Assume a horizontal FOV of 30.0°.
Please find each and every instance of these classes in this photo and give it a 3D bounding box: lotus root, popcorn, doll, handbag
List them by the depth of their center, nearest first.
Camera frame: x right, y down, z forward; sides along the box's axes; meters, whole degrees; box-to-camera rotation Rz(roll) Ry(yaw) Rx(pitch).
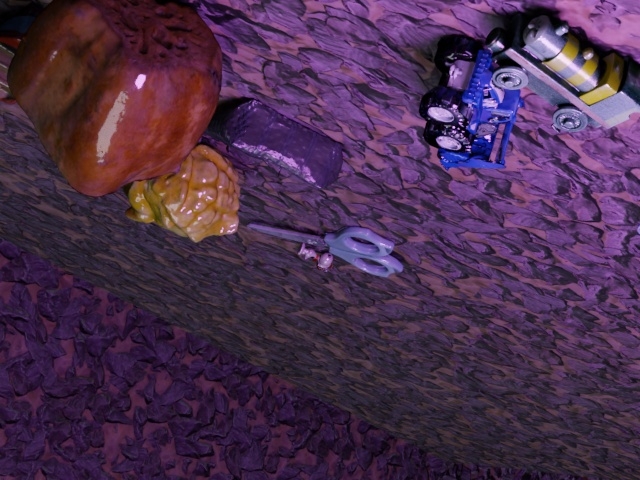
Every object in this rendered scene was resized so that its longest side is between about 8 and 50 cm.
[{"bbox_3d":[-0.279,-0.262,1.771,0.316,0.316,0.250,26,143,-16],"label":"lotus root"},{"bbox_3d":[-0.082,-0.159,2.086,0.270,0.088,0.175,26,169,-17],"label":"handbag"},{"bbox_3d":[-0.263,-0.098,2.265,0.255,0.194,0.256,29,179,-10],"label":"popcorn"},{"bbox_3d":[-0.010,0.038,2.623,0.085,0.040,0.058,15,149,3],"label":"doll"}]

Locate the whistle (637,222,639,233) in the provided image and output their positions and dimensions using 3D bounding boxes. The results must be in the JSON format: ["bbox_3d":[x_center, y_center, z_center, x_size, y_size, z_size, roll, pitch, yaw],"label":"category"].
[{"bbox_3d":[0.611,0.007,1.788,0.269,0.093,0.180,13,135,19],"label":"whistle"}]

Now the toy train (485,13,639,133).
[{"bbox_3d":[0.308,-0.216,1.505,0.200,0.083,0.132,29,149,-25],"label":"toy train"}]

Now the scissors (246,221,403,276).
[{"bbox_3d":[0.001,-0.001,2.518,0.360,0.029,0.191,14,157,25],"label":"scissors"}]

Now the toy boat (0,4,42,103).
[{"bbox_3d":[-0.540,-0.322,2.086,0.136,0.079,0.392,28,161,-17],"label":"toy boat"}]

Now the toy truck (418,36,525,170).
[{"bbox_3d":[0.213,-0.180,1.645,0.126,0.113,0.208,14,162,15],"label":"toy truck"}]
